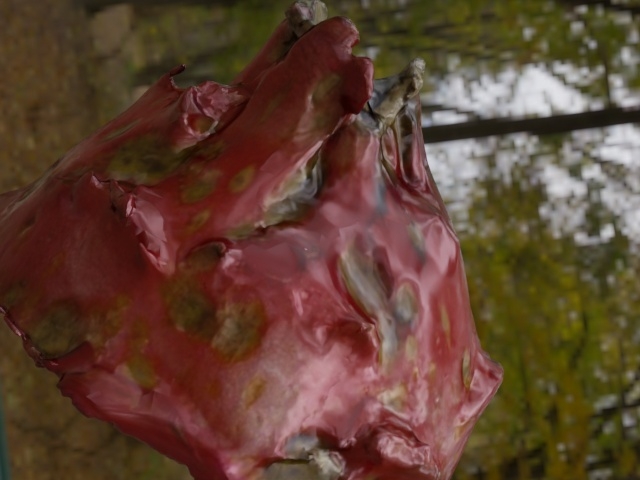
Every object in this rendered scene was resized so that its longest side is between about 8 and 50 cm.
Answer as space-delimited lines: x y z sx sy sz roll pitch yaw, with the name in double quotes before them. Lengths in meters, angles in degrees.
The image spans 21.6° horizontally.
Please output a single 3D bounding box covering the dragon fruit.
"dragon fruit" 0.000 0.000 0.443 0.111 0.153 0.153 -53 -163 13
